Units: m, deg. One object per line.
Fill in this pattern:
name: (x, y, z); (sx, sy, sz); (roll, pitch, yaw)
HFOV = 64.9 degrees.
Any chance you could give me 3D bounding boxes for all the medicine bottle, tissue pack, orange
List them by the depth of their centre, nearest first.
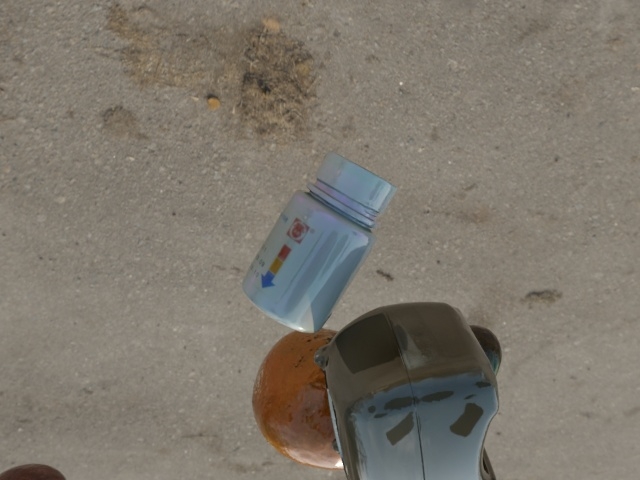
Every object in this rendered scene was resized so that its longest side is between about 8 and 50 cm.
medicine bottle: (0.000, 0.000, 0.876); (0.170, 0.170, 0.292); (27, 99, -26)
tissue pack: (0.150, 0.316, 0.895); (0.277, 0.267, 0.387); (-13, 120, -3)
orange: (0.025, 0.398, 1.333); (0.424, 0.424, 0.326); (5, 93, -10)

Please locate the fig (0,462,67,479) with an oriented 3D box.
fig: (-0.544, 0.481, 0.876); (0.175, 0.175, 0.207); (-24, 152, 14)

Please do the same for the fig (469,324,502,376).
fig: (0.303, 0.245, 1.000); (0.109, 0.154, 0.103); (-10, 157, 39)
